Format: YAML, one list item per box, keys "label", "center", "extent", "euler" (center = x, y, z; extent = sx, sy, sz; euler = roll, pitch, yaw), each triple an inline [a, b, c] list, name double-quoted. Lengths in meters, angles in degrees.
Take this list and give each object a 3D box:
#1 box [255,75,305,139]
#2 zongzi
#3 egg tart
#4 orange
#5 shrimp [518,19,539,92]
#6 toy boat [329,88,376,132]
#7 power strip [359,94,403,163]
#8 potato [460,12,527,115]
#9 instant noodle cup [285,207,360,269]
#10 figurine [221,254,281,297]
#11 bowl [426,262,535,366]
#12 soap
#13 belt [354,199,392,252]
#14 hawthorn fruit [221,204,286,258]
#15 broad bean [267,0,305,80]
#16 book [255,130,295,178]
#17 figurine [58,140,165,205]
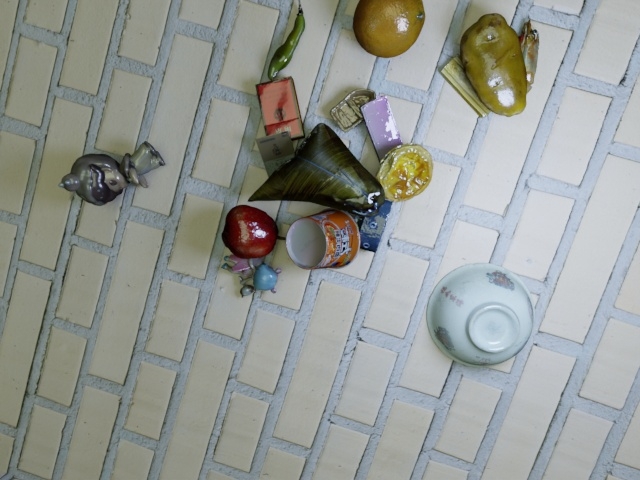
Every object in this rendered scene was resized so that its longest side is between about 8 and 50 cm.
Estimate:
- label: "box"
  center: [-0.160, -0.516, 1.670]
  extent: [0.153, 0.074, 0.239]
  euler: [-11, 95, 3]
- label: "zongzi"
  center: [-0.015, -0.164, 1.576]
  extent: [0.432, 0.208, 0.403]
  euler: [-40, 71, 1]
- label: "egg tart"
  center: [0.318, -0.266, 1.609]
  extent: [0.241, 0.106, 0.241]
  euler: [-9, 124, -13]
- label: "orange"
  center: [0.250, -0.794, 1.507]
  extent: [0.264, 0.264, 0.264]
  euler: [1, 95, 6]
- label: "shrimp"
  center: [0.743, -0.678, 1.573]
  extent: [0.154, 0.062, 0.294]
  euler: [14, 98, 10]
- label: "toy boat"
  center: [0.138, -0.519, 1.646]
  extent: [0.188, 0.061, 0.116]
  euler: [-37, 89, 8]
- label: "power strip"
  center: [0.245, -0.420, 1.619]
  extent: [0.109, 0.037, 0.278]
  euler: [-22, 110, 7]
- label: "potato"
  center: [0.636, -0.624, 1.516]
  extent: [0.196, 0.176, 0.368]
  euler: [-24, 95, -35]
- label: "instant noodle cup"
  center: [0.000, 0.000, 1.597]
  extent: [0.251, 0.192, 0.250]
  euler: [4, 97, 34]
- label: "figurine"
  center: [-0.300, 0.151, 1.732]
  extent: [0.260, 0.103, 0.205]
  euler: [19, 95, 13]
- label: "bowl"
  center: [0.640, 0.312, 1.607]
  extent: [0.435, 0.196, 0.434]
  euler: [0, 95, 6]
- label: "soap"
  center: [0.578, -0.592, 1.608]
  extent: [0.092, 0.037, 0.252]
  euler: [-43, 91, 9]
- label: "belt"
  center: [0.195, -0.068, 1.652]
  extent: [0.129, 0.122, 0.218]
  euler: [20, 98, 7]
- label: "hawthorn fruit"
  center: [-0.255, -0.020, 1.663]
  extent: [0.266, 0.230, 0.210]
  euler: [17, 61, -17]
- label: "broad bean"
  center: [-0.124, -0.778, 1.650]
  extent: [0.075, 0.067, 0.325]
  euler: [28, 93, 2]
- label: "book"
  center: [-0.165, -0.330, 1.677]
  extent: [0.139, 0.016, 0.198]
  euler: [-13, 117, 8]
- label: "figurine"
  center: [-0.837, -0.278, 1.696]
  extent: [0.381, 0.248, 0.203]
  euler: [-25, 87, -6]
